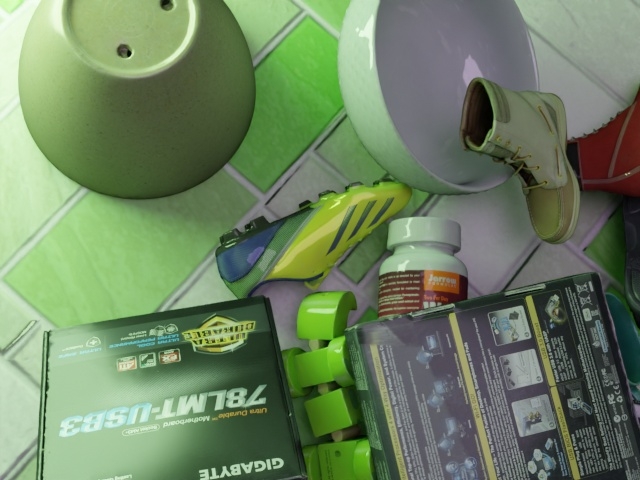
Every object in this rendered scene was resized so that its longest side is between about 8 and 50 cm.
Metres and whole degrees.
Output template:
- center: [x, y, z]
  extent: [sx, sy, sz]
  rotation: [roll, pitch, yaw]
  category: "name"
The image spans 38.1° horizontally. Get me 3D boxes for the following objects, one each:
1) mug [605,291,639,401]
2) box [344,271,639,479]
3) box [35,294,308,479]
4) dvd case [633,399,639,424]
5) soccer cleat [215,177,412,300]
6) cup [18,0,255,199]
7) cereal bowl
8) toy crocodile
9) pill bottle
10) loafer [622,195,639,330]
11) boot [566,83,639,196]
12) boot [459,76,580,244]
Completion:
- center: [0.368, 0.158, 1.257]
  extent: [0.129, 0.097, 0.157]
  rotation: [29, 49, -41]
  category: "mug"
- center: [0.227, 0.261, 1.115]
  extent: [0.319, 0.097, 0.394]
  rotation: [-12, 83, -11]
  category: "box"
- center: [-0.182, 0.206, 1.108]
  extent: [0.296, 0.073, 0.293]
  rotation: [-8, 39, -7]
  category: "box"
- center: [0.345, 0.316, 1.217]
  extent: [0.179, 0.029, 0.238]
  rotation: [12, 96, 7]
  category: "dvd case"
- center: [-0.001, 0.000, 1.267]
  extent: [0.289, 0.093, 0.121]
  rotation: [-22, 91, -11]
  category: "soccer cleat"
- center: [-0.241, -0.244, 1.206]
  extent: [0.331, 0.237, 0.330]
  rotation: [2, 76, -8]
  category: "cup"
- center: [0.147, -0.223, 1.277]
  extent: [0.339, 0.141, 0.338]
  rotation: [6, 81, -39]
  category: "cereal bowl"
- center: [0.027, 0.231, 1.212]
  extent: [0.115, 0.105, 0.340]
  rotation: [-18, 78, 30]
  category: "toy crocodile"
- center: [0.137, 0.086, 1.246]
  extent: [0.121, 0.121, 0.221]
  rotation: [4, 77, -7]
  category: "pill bottle"
- center: [0.488, -0.006, 1.344]
  extent: [0.109, 0.095, 0.302]
  rotation: [9, 59, 18]
  category: "loafer"
- center: [0.423, -0.162, 1.368]
  extent: [0.176, 0.088, 0.244]
  rotation: [2, 48, 25]
  category: "boot"
- center: [0.260, -0.103, 1.216]
  extent: [0.165, 0.077, 0.213]
  rotation: [5, 76, -40]
  category: "boot"
